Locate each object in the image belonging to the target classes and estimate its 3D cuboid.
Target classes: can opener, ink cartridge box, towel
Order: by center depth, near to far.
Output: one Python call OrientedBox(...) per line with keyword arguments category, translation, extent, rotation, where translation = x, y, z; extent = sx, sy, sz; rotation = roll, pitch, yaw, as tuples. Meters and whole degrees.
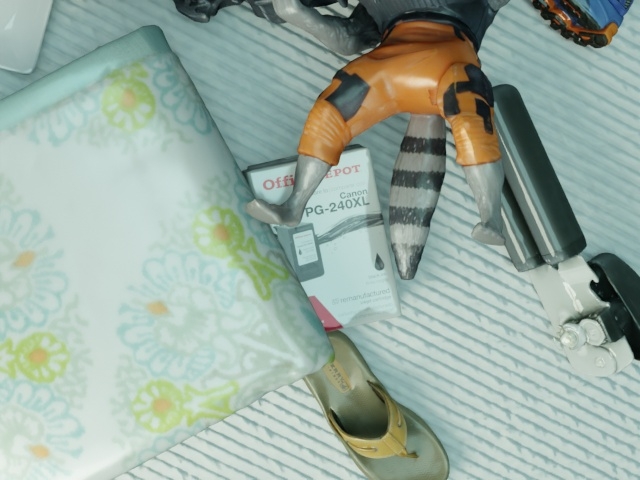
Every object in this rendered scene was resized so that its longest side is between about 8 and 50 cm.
OrientedBox(category="towel", translation=(-0.223, 0.044, 1.261), extent=(0.374, 0.090, 0.320), rotation=(-28, 89, 3))
OrientedBox(category="ink cartridge box", translation=(0.000, 0.000, 1.312), extent=(0.109, 0.063, 0.150), rotation=(-12, 95, -5))
OrientedBox(category="can opener", translation=(0.204, -0.007, 1.339), extent=(0.093, 0.074, 0.280), rotation=(-35, 99, -37))

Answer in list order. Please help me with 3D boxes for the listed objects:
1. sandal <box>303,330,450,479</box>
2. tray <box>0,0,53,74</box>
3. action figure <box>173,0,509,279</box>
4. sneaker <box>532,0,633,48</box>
OrientedBox(category="sandal", translation=(0.043, 0.154, 1.333), extent=(0.072, 0.049, 0.180), rotation=(-38, 96, -2))
OrientedBox(category="tray", translation=(-0.275, -0.286, 1.283), extent=(0.145, 0.030, 0.270), rotation=(16, 92, -6))
OrientedBox(category="action figure", translation=(0.040, -0.151, 1.252), extent=(0.341, 0.178, 0.330), rotation=(0, 65, 31))
OrientedBox(category="sneaker", translation=(0.190, -0.268, 1.315), extent=(0.221, 0.083, 0.087), rotation=(46, 75, -12))
